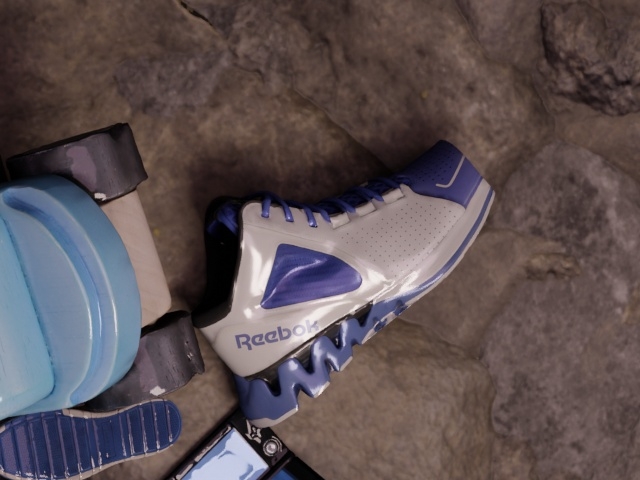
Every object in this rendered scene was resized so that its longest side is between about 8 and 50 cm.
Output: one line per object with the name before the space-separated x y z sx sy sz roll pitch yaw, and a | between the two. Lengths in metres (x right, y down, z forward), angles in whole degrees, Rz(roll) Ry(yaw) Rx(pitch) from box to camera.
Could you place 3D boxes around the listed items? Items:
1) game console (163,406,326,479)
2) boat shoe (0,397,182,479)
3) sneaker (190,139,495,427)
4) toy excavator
game console | -0.069 0.231 1.670 0.122 0.071 0.107 -44 106 -14
boat shoe | -0.215 0.177 1.605 0.183 0.066 0.066 -4 89 -33
sneaker | -0.001 0.001 1.655 0.315 0.127 0.182 -45 108 -11
toy excavator | -0.376 0.084 1.421 0.445 0.433 0.222 -28 105 -58
